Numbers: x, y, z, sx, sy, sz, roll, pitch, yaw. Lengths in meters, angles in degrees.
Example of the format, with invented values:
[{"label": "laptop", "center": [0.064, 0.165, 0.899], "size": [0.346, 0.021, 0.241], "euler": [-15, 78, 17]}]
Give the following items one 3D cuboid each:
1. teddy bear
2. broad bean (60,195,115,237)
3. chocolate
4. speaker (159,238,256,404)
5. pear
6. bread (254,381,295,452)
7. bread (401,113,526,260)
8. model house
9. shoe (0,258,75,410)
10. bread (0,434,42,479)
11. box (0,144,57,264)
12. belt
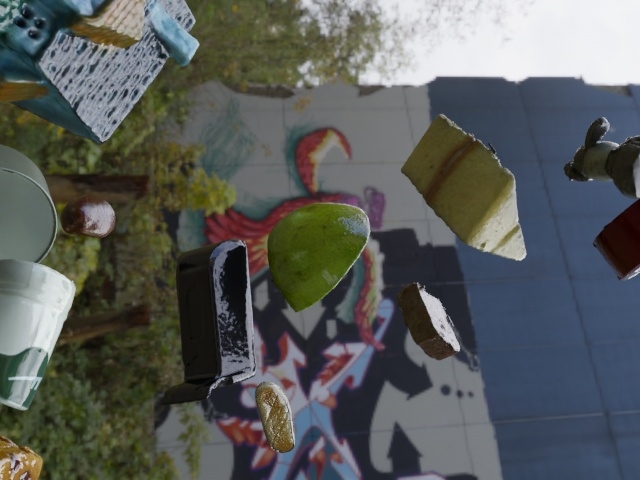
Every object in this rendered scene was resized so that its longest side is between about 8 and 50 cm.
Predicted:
[{"label": "teddy bear", "center": [0.720, -0.207, 1.746], "size": [0.251, 0.144, 0.171], "euler": [42, -36, 51]}, {"label": "broad bean", "center": [-0.563, -0.059, 1.768], "size": [0.165, 0.084, 0.114], "euler": [7, 64, -69]}, {"label": "chocolate", "center": [0.297, 0.232, 2.008], "size": [0.093, 0.148, 0.214], "euler": [-38, -142, 22]}, {"label": "speaker", "center": [-0.276, 0.187, 1.715], "size": [0.184, 0.180, 0.388], "euler": [18, 61, -58]}, {"label": "pear", "center": [-0.002, -0.005, 1.717], "size": [0.139, 0.239, 0.288], "euler": [50, 28, -34]}, {"label": "bread", "center": [-0.098, 0.385, 1.592], "size": [0.053, 0.073, 0.214], "euler": [-111, -172, -57]}, {"label": "bread", "center": [0.234, -0.085, 1.180], "size": [0.266, 0.142, 0.178], "euler": [-123, -156, -56]}, {"label": "model house", "center": [-0.271, -0.250, 0.838], "size": [0.226, 0.241, 0.261], "euler": [-11, -135, 54]}, {"label": "shoe", "center": [-0.438, 0.121, 0.780], "size": [0.132, 0.363, 0.160], "euler": [54, 35, -56]}, {"label": "bread", "center": [-0.437, 0.293, 0.856], "size": [0.149, 0.158, 0.143], "euler": [8, 102, -87]}, {"label": "box", "center": [-0.615, -0.055, 1.337], "size": [0.149, 0.226, 0.226], "euler": [-136, -138, -54]}, {"label": "belt", "center": [0.704, -0.030, 1.515], "size": [0.115, 0.227, 0.324], "euler": [59, -27, 20]}]
